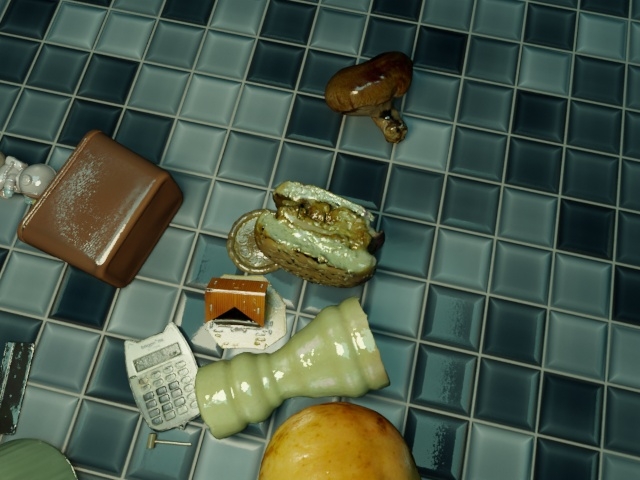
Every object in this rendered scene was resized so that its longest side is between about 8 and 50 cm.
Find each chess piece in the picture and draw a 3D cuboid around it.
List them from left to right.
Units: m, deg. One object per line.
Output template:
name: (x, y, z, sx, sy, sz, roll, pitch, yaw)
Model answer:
chess piece: (-0.074, 0.319, 1.228, 0.442, 0.234, 0.234, -21, 75, -1)

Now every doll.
doll: (-0.872, -0.183, 1.404, 0.287, 0.151, 0.151, 13, 74, -1)

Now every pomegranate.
pomegranate: (0.016, 0.554, 1.078, 0.410, 0.410, 0.410, 0, 74, 0)

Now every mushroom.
mushroom: (0.135, -0.429, 1.454, 0.267, 0.267, 0.255, 10, 108, 3)

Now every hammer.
hammer: (-0.382, 0.512, 1.265, 0.110, 0.019, 0.036, 6, 74, -1)

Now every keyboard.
keyboard: (-0.802, 0.382, 1.301, 0.072, 0.023, 0.231, 6, 74, -6)

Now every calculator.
calculator: (-0.401, 0.360, 1.296, 0.177, 0.040, 0.268, -21, 76, -6)

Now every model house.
model house: (-0.195, 0.175, 1.300, 0.219, 0.136, 0.207, 5, 72, 1)

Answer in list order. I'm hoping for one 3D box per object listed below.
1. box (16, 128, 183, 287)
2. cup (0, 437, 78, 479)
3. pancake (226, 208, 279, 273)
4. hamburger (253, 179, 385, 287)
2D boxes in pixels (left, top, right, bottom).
box: (-0.555, -0.070, 1.321, 0.229, 0.239, 0.339, 28, 76, 5)
cup: (-0.741, 0.657, 1.040, 0.310, 0.392, 0.401, -4, 79, 5)
pancake: (-0.167, 0.002, 1.409, 0.199, 0.021, 0.199, 0, 75, -1)
hamburger: (0.000, 0.000, 1.280, 0.318, 0.277, 0.195, 21, 71, 6)
